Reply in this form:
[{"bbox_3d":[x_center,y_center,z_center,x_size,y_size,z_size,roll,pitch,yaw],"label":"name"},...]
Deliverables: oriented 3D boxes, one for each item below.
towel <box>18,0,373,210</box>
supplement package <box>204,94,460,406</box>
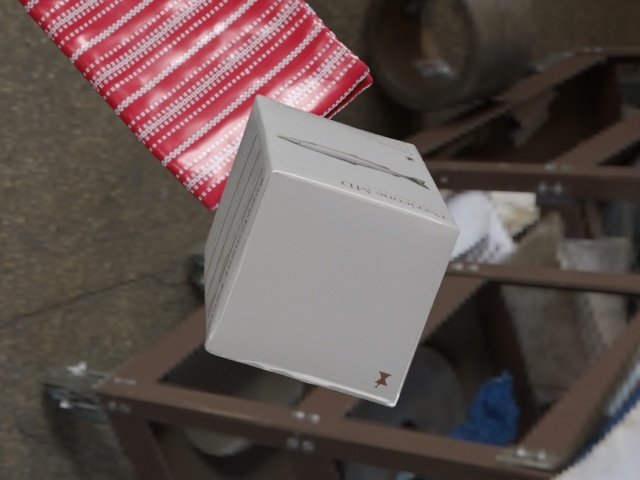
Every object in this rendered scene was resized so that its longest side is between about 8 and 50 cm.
[{"bbox_3d":[-0.112,-0.183,1.435,0.199,0.031,0.275,-40,82,-18],"label":"towel"},{"bbox_3d":[0.000,0.000,0.918,0.105,0.179,0.105,18,105,-10],"label":"supplement package"}]
